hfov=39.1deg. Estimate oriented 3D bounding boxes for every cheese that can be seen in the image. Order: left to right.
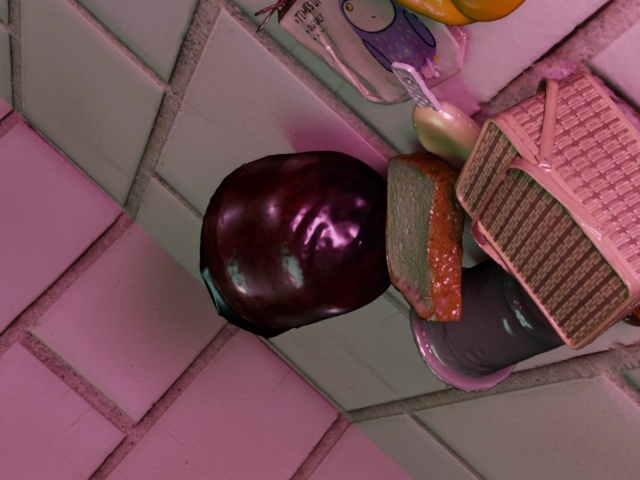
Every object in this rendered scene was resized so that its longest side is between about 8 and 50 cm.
[{"bbox_3d":[0.174,-0.194,1.378,0.127,0.050,0.255,23,167,41],"label":"cheese"}]

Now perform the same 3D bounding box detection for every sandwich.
[{"bbox_3d":[0.181,-0.013,1.525,0.226,0.087,0.251,-140,48,-66],"label":"sandwich"}]

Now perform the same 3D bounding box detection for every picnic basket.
[{"bbox_3d":[0.334,-0.039,1.218,0.313,0.175,0.228,56,161,17],"label":"picnic basket"}]

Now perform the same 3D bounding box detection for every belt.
[{"bbox_3d":[0.502,0.107,1.493,0.083,0.036,0.059,35,163,16],"label":"belt"}]

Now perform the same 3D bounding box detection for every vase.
[{"bbox_3d":[0.327,0.128,1.574,0.245,0.245,0.291,44,152,-6],"label":"vase"}]

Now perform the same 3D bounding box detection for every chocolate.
[{"bbox_3d":[0.000,0.000,1.743,0.331,0.384,0.384,-1,133,45],"label":"chocolate"}]

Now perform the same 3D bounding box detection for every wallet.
[{"bbox_3d":[0.067,-0.320,1.368,0.274,0.068,0.335,39,155,-15],"label":"wallet"}]

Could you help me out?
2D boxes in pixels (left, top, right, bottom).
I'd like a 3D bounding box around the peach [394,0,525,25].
[{"bbox_3d":[0.156,-0.365,1.080,0.251,0.153,0.251,29,169,6],"label":"peach"}]
